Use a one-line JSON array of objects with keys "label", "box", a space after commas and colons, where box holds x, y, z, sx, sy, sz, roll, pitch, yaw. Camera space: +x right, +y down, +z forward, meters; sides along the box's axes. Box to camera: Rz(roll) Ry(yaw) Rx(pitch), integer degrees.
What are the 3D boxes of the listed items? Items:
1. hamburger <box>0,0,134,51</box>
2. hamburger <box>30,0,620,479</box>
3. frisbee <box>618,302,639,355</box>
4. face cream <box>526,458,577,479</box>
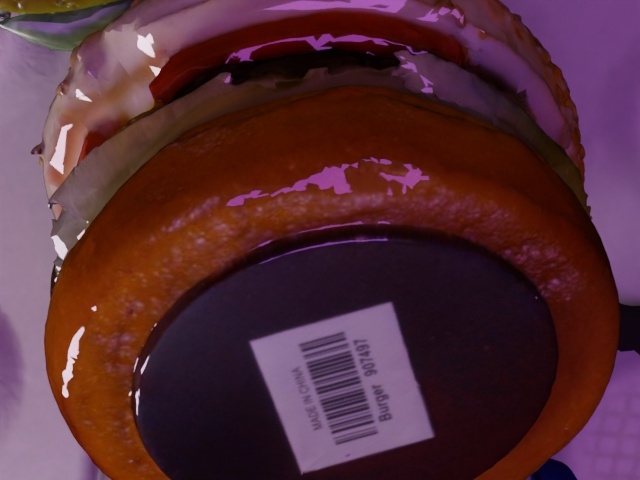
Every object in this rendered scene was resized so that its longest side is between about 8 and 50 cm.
[{"label": "hamburger", "box": [-0.150, -0.198, 1.066, 0.214, 0.125, 0.235, 0, 106, -7]}, {"label": "hamburger", "box": [0.000, 0.000, 1.067, 0.329, 0.250, 0.330, -7, 135, -7]}, {"label": "frisbee", "box": [0.186, 0.046, 1.233, 0.187, 0.012, 0.211, 12, 77, -35]}, {"label": "face cream", "box": [0.086, 0.230, 1.206, 0.111, 0.206, 0.206, 16, 104, -11]}]
